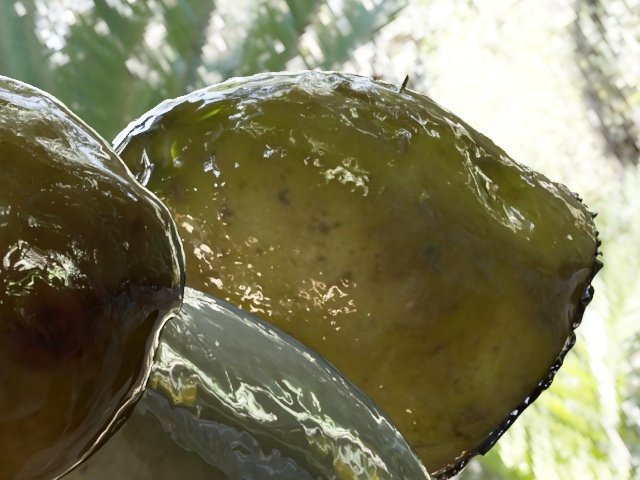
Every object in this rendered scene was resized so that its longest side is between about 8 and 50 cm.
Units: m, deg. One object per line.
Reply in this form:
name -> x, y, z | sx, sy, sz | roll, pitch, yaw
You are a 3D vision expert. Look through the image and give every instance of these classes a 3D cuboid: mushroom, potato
mushroom -> -0.045, 0.066, 0.456 | 0.128, 0.128, 0.350 | -31, -29, 1
potato -> 0.000, 0.000, 0.945 | 0.229, 0.229, 0.266 | -33, -54, 28
